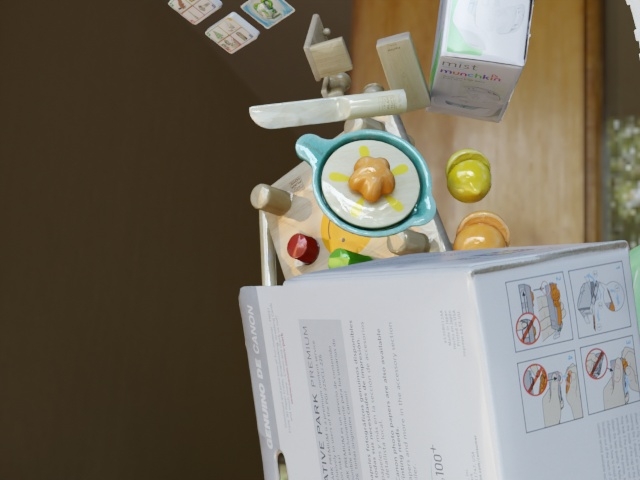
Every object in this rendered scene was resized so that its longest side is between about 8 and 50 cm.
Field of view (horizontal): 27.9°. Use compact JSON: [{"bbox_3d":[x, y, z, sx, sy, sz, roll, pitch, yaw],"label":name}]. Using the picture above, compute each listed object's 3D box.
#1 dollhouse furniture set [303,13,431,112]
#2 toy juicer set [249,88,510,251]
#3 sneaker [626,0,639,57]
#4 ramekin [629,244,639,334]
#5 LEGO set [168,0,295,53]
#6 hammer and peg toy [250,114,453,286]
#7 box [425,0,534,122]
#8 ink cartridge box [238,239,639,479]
[{"bbox_3d":[0.075,-0.271,1.937,0.151,0.123,0.144,-13,-60,15],"label":"dollhouse furniture set"},{"bbox_3d":[0.087,-0.078,1.453,0.209,0.329,0.089,-27,-20,-16],"label":"toy juicer set"},{"bbox_3d":[0.341,-0.179,1.145,0.095,0.235,0.090,-13,11,45],"label":"sneaker"},{"bbox_3d":[0.311,0.154,0.976,0.303,0.303,0.148,-5,23,26],"label":"ramekin"},{"bbox_3d":[-0.123,-0.354,1.713,0.182,0.060,0.244,36,-27,-20],"label":"LEGO set"},{"bbox_3d":[0.000,0.000,1.789,0.361,0.266,0.127,-34,-30,29],"label":"hammer and peg toy"},{"bbox_3d":[0.242,-0.340,1.912,0.127,0.262,0.231,8,-13,2],"label":"box"},{"bbox_3d":[0.081,0.164,0.844,0.130,0.309,0.272,-9,3,-33],"label":"ink cartridge box"}]
